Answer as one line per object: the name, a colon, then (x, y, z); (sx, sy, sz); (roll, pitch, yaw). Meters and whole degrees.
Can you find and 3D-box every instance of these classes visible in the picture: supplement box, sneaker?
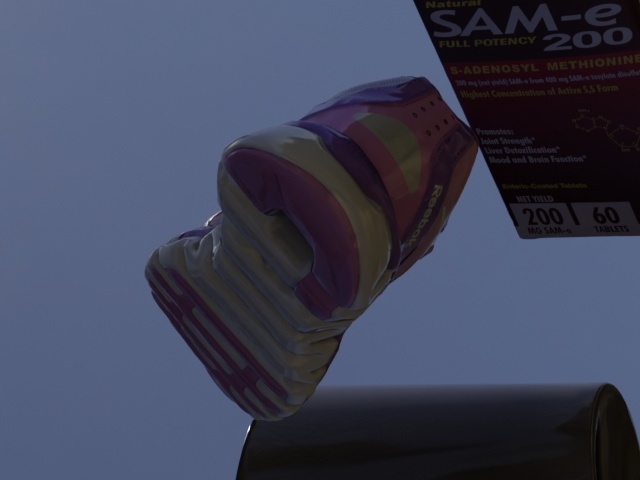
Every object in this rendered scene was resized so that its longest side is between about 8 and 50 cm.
supplement box: (0.140, -0.108, 1.116); (0.239, 0.130, 0.073); (62, -139, -36)
sneaker: (0.000, 0.000, 0.850); (0.104, 0.236, 0.095); (-40, -94, -27)

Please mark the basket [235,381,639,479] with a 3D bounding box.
basket: (0.081, 0.167, 1.262); (0.204, 0.226, 0.154); (-69, -37, -50)
